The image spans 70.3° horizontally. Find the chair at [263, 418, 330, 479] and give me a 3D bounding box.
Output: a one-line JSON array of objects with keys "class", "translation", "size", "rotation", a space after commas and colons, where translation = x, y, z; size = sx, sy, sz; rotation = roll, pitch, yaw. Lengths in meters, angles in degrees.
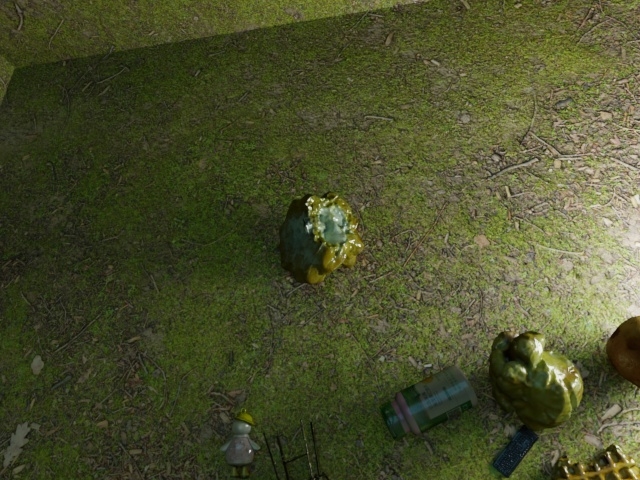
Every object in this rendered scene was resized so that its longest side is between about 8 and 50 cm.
[{"class": "chair", "translation": [-0.045, 0.708, 1.331], "size": [0.170, 0.160, 0.325], "rotation": [-22, 62, 4]}]

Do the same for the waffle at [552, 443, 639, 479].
[{"class": "waffle", "translation": [0.763, 0.686, 1.225], "size": [0.291, 0.051, 0.291], "rotation": [-3, 67, 8]}]

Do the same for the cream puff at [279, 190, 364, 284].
[{"class": "cream puff", "translation": [-0.003, 0.009, 1.615], "size": [0.274, 0.270, 0.323], "rotation": [-32, 57, 36]}]

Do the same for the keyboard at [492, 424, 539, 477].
[{"class": "keyboard", "translation": [0.568, 0.611, 1.322], "size": [0.053, 0.010, 0.155], "rotation": [38, 79, 25]}]

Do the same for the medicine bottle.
[{"class": "medicine bottle", "translation": [0.318, 0.490, 1.363], "size": [0.274, 0.133, 0.133], "rotation": [-28, 63, 0]}]

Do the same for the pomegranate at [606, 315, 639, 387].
[{"class": "pomegranate", "translation": [0.921, 0.322, 1.273], "size": [0.215, 0.215, 0.215], "rotation": [-5, 65, 10]}]

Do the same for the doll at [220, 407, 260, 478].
[{"class": "doll", "translation": [-0.253, 0.641, 1.445], "size": [0.129, 0.081, 0.207], "rotation": [-1, 64, 3]}]

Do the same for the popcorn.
[{"class": "popcorn", "translation": [0.585, 0.379, 1.283], "size": [0.276, 0.276, 0.225], "rotation": [27, 54, 22]}]
